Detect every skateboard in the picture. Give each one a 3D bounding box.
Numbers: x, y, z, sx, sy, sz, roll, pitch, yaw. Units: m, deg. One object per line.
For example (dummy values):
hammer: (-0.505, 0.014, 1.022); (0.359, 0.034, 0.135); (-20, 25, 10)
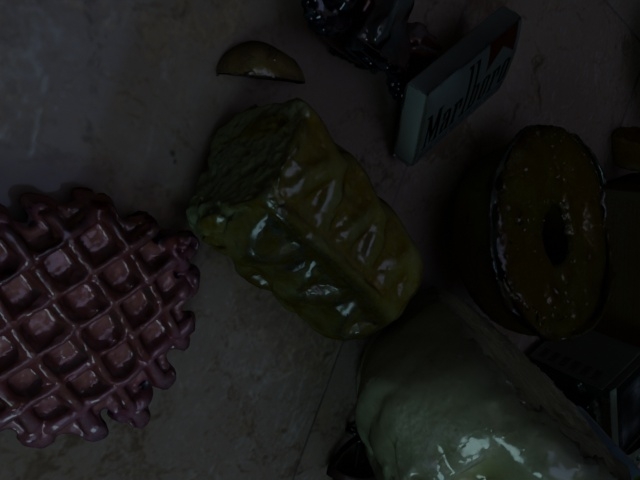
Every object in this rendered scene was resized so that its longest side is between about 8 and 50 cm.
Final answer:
skateboard: (0.075, 0.281, 0.806); (0.151, 0.067, 0.080); (13, 86, -36)

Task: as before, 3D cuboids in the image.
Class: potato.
potato: (-0.048, -0.169, 0.588); (0.093, 0.037, 0.036); (-4, 101, -37)

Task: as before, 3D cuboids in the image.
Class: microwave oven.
microwave oven: (0.431, 0.263, 1.006); (0.129, 0.163, 0.205); (-31, 119, -28)

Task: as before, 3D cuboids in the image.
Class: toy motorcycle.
toy motorcycle: (0.065, -0.226, 0.631); (0.212, 0.084, 0.118); (24, 85, -50)

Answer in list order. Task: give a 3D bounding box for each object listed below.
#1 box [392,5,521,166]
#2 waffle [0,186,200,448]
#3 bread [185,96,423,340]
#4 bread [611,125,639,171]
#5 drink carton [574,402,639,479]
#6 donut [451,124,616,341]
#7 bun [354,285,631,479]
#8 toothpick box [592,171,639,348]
box: (0.155, -0.173, 0.710); (0.177, 0.036, 0.115); (-41, 156, -24)
waffle: (-0.210, 0.067, 0.519); (0.234, 0.055, 0.221); (17, 92, -39)
bread: (0.000, 0.000, 0.615); (0.152, 0.130, 0.268); (-33, 131, 14)
bread: (0.521, -0.137, 0.983); (0.053, 0.132, 0.074); (-25, 118, -17)
drink carton: (0.278, 0.395, 0.841); (0.324, 0.194, 0.132); (-28, 123, -3)
donut: (0.269, -0.004, 0.806); (0.272, 0.107, 0.272); (5, 82, -34)
bun: (0.169, 0.222, 0.712); (0.211, 0.360, 0.359); (-47, 130, 11)
toothpick box: (0.547, 0.055, 1.032); (0.187, 0.190, 0.308); (-16, 109, -32)
